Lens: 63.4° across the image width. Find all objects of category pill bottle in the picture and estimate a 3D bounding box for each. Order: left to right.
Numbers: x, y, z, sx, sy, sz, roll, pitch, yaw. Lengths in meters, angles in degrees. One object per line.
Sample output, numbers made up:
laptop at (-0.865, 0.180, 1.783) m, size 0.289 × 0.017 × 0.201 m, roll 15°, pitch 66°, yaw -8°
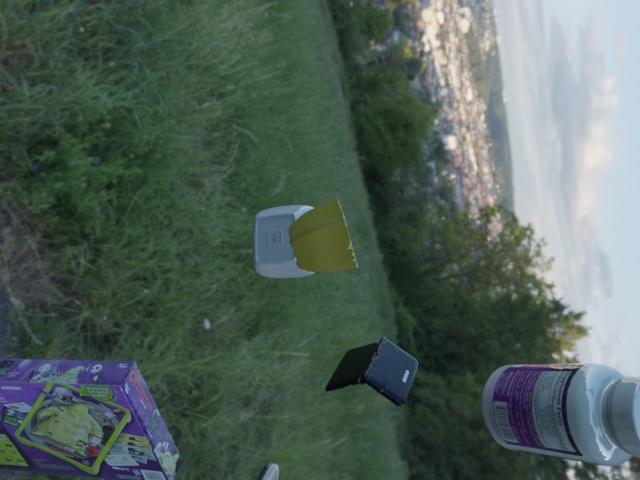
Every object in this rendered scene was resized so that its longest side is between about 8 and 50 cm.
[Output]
pill bottle at (0.456, 0.307, 0.933) m, size 0.169 × 0.301 × 0.170 m, roll 7°, pitch 74°, yaw -27°

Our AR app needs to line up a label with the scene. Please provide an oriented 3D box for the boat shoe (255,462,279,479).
boat shoe at (-0.165, 0.606, 1.209) m, size 0.075 × 0.064 × 0.206 m, roll 25°, pitch 88°, yaw -56°

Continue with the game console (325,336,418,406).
game console at (0.083, 0.213, 0.816) m, size 0.071 × 0.107 × 0.122 m, roll -59°, pitch 173°, yaw 28°

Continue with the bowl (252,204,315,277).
bowl at (-0.074, -0.001, 0.994) m, size 0.053 × 0.141 × 0.142 m, roll 17°, pitch 71°, yaw -61°

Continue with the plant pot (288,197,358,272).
plant pot at (0.000, 0.000, 0.745) m, size 0.081 × 0.083 × 0.082 m, roll -103°, pitch 176°, yaw -64°

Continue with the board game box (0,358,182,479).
board game box at (-0.390, 0.257, 0.741) m, size 0.056 × 0.346 × 0.208 m, roll -74°, pitch 158°, yaw -51°
